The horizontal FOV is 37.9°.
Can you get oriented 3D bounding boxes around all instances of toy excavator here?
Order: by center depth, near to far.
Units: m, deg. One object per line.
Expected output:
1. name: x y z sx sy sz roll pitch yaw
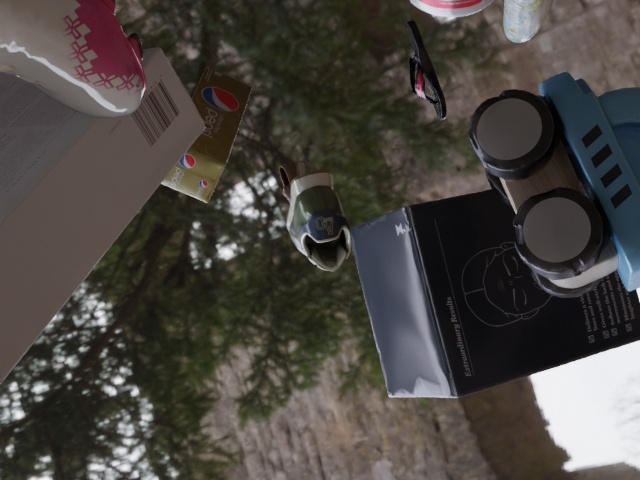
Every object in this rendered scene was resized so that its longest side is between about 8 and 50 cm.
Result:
1. toy excavator: 0.463 -0.056 1.162 0.433 0.445 0.222 69 -167 18

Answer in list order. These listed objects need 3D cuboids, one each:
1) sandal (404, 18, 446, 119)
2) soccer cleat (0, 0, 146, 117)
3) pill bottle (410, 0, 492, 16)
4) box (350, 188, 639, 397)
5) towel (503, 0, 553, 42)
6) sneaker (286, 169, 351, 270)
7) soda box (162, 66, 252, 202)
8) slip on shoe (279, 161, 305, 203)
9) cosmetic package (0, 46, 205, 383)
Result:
1. sandal: 0.155 -0.263 1.463 0.179 0.040 0.067 62 -178 -37
2. soccer cleat: -0.246 -0.165 0.595 0.331 0.116 0.143 51 -123 -44
3. pill bottle: 0.214 -0.531 1.498 0.318 0.176 0.176 79 -168 -57
4. box: 0.288 0.069 1.523 0.395 0.212 0.293 -11 -94 -26
5. towel: 0.438 -0.597 1.792 0.320 0.090 0.374 25 -94 -75
6. sneaker: 0.000 0.000 1.060 0.192 0.064 0.086 86 170 -67
7. soda box: -0.127 -0.122 1.048 0.061 0.058 0.181 23 -144 -10
8. slip on shoe: -0.044 -0.078 1.568 0.041 0.051 0.135 4 -126 -15
9. cosmetic package: -0.310 -0.006 0.774 0.377 0.284 0.097 -58 -43 -34
